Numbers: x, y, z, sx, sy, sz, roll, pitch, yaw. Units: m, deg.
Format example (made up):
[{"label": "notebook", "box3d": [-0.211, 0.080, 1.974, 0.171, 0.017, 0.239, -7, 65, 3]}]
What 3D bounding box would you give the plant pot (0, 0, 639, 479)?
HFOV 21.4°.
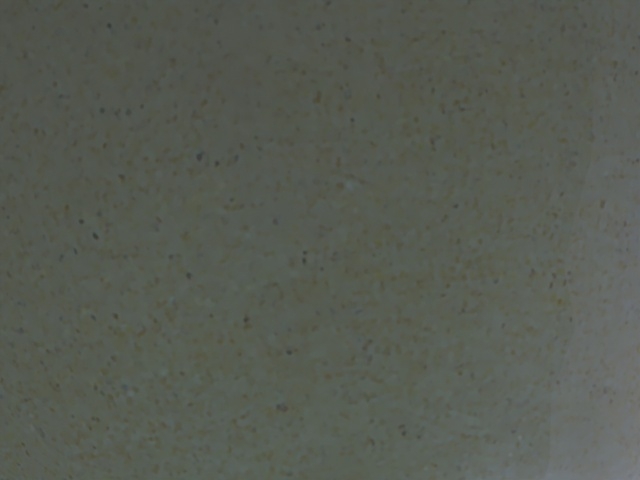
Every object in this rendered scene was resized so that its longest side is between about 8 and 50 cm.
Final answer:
[{"label": "plant pot", "box3d": [0.000, 0.000, 0.429, 0.284, 0.191, 0.284, -9, 156, -4]}]
